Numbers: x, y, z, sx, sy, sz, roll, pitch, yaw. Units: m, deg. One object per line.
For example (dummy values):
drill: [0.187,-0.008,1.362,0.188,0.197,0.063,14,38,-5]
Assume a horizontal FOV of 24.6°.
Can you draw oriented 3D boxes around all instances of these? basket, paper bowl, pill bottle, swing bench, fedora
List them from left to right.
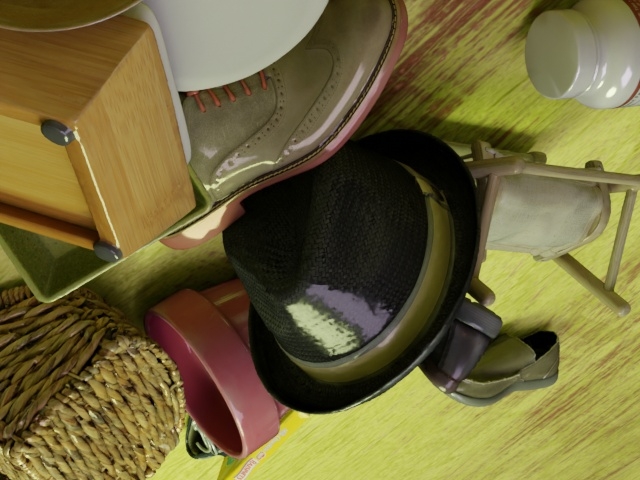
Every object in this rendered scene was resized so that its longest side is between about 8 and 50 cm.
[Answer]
basket: [-0.302,0.158,1.644,0.213,0.223,0.299,-49,154,-18]
paper bowl: [-0.101,-0.230,1.151,0.284,0.148,0.284,-18,150,-11]
fedora: [0.000,0.000,1.449,0.334,0.334,0.152,-38,127,21]
swing bench: [0.190,-0.030,1.628,0.253,0.254,0.165,4,102,-43]
pill bottle: [0.328,-0.202,1.546,0.216,0.121,0.121,-7,145,-28]

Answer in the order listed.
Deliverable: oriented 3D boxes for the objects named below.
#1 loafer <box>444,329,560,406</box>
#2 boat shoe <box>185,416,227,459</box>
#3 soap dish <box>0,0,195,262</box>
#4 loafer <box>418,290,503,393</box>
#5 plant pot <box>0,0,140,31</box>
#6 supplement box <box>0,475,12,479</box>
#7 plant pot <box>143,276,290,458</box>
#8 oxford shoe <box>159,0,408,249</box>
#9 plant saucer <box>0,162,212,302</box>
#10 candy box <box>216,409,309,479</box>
loafer: [0.257,0.174,2.129,0.251,0.094,0.087,-9,122,-43]
boat shoe: [-0.132,0.224,1.878,0.079,0.095,0.254,-21,167,-18]
soap dish: [-0.251,-0.105,1.116,0.290,0.118,0.229,16,151,13]
loafer: [0.070,0.083,1.527,0.109,0.302,0.095,27,84,-28]
plant pot: [-0.191,-0.257,0.995,0.236,0.236,0.032,-21,-179,-8]
supplement box: [-0.397,0.370,1.899,0.239,0.073,0.130,-35,151,-5]
plant pot: [-0.075,0.121,1.690,0.180,0.201,0.201,-32,153,-21]
oxford shoe: [-0.069,-0.123,1.373,0.348,0.123,0.130,-42,137,19]
plant saucer: [-0.222,-0.067,1.334,0.188,0.045,0.188,-30,106,6]
candy box: [-0.071,0.256,1.983,0.027,0.105,0.206,33,123,-14]
